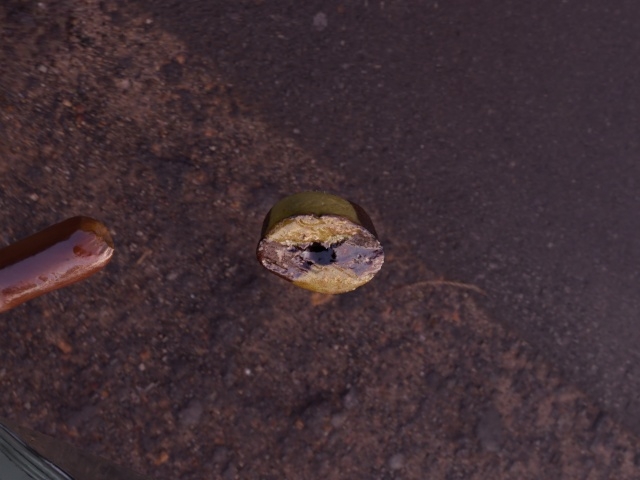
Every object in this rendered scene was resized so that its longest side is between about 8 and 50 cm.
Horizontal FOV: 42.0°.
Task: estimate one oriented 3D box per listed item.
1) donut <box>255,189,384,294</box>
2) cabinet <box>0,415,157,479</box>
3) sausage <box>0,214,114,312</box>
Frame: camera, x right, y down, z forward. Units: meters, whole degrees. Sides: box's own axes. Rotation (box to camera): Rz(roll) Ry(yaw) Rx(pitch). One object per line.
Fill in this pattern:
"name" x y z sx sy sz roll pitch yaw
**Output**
"donut" 0.000 0.000 1.180 0.184 0.073 0.166 18 138 -25
"cabinet" -0.270 0.390 0.835 0.290 0.227 0.318 42 71 -47
"sausage" -0.444 0.046 1.245 0.300 0.083 0.089 -20 133 11
